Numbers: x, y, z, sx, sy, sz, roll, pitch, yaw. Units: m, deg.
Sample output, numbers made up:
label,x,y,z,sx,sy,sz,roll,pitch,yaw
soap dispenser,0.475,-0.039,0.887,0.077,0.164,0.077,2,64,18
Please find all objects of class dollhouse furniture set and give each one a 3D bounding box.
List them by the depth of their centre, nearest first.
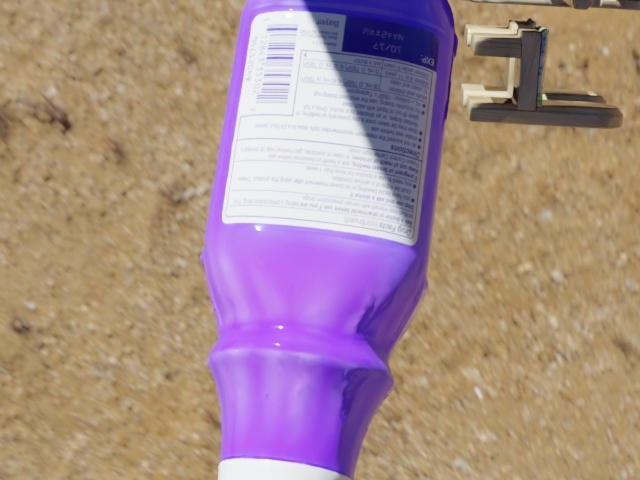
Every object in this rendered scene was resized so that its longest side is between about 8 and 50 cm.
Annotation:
label,x,y,z,sx,sy,sz,roll,pitch,yaw
dollhouse furniture set,0.174,-0.187,1.071,0.161,0.242,0.212,3,102,1

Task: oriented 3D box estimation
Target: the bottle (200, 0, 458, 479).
label,x,y,z,sx,sy,sz,roll,pitch,yaw
bottle,0.000,0.000,0.884,0.118,0.092,0.283,6,73,3
